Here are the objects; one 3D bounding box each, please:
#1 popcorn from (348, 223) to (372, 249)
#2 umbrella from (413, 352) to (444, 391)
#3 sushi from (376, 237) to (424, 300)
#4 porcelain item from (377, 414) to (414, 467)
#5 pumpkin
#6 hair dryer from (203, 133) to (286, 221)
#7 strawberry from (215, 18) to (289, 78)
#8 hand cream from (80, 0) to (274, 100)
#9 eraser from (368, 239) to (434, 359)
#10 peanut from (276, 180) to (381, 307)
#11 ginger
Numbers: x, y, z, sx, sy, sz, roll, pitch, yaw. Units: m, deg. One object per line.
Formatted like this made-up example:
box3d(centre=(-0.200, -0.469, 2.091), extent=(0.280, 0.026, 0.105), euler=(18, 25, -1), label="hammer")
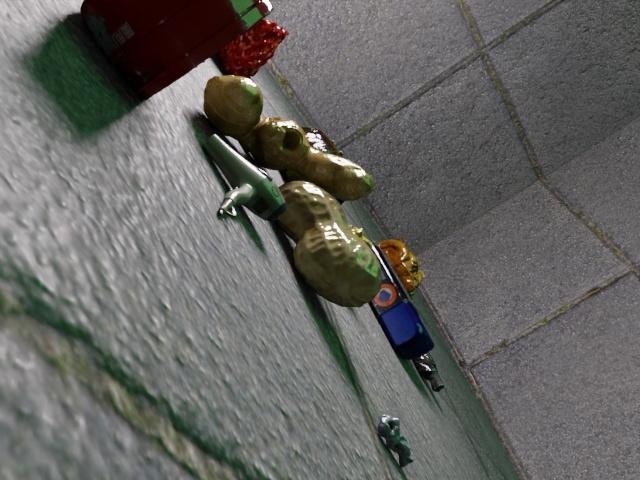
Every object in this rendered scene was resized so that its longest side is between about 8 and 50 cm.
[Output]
box3d(centre=(0.048, 0.010, 1.491), extent=(0.106, 0.116, 0.121), euler=(5, 50, -58), label="popcorn")
box3d(centre=(0.286, 0.330, 1.913), extent=(0.066, 0.059, 0.236), euler=(20, 35, -41), label="umbrella")
box3d(centre=(0.228, 0.099, 2.058), extent=(0.179, 0.167, 0.296), euler=(48, -17, -25), label="sushi")
box3d(centre=(0.115, 0.308, 1.036), extent=(0.083, 0.036, 0.028), euler=(63, -24, 1), label="porcelain item")
box3d(centre=(-0.008, -0.187, 1.748), extent=(0.238, 0.159, 0.238), euler=(51, 7, -9), label="pumpkin")
box3d(centre=(-0.147, -0.096, 1.022), extent=(0.167, 0.067, 0.199), euler=(50, 21, 13), label="hair dryer")
box3d(centre=(-0.220, -0.531, 1.801), extent=(0.233, 0.178, 0.234), euler=(19, 4, -1), label="strawberry")
box3d(centre=(-0.189, -0.307, 0.887), extent=(0.149, 0.230, 0.230), euler=(57, 8, -19), label="hand cream")
box3d(centre=(0.189, 0.160, 1.820), extent=(0.155, 0.101, 0.332), euler=(49, 13, -55), label="eraser")
box3d(centre=(0.000, 0.000, 1.208), extent=(0.136, 0.120, 0.298), euler=(-6, 48, -33), label="peanut")
box3d(centre=(-0.107, -0.201, 1.324), extent=(0.362, 0.122, 0.348), euler=(23, -2, -29), label="ginger")
